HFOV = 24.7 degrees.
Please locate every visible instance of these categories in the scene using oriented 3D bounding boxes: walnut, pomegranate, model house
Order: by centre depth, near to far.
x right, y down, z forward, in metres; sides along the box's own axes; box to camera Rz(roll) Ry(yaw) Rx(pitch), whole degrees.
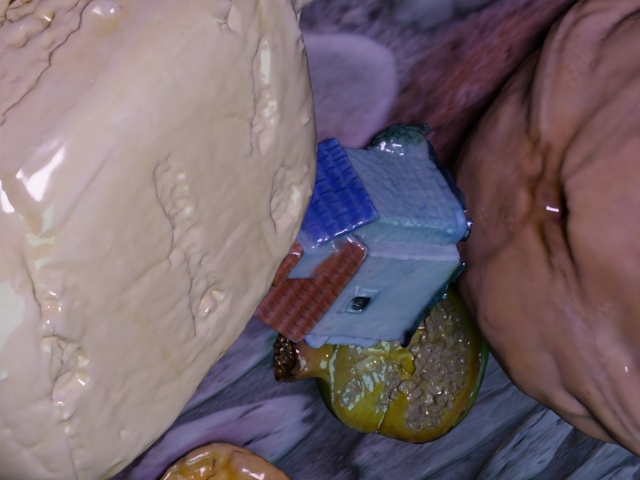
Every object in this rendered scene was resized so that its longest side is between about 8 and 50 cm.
[{"bbox_3d":[0.000,0.000,0.966,0.149,0.119,0.148,2,138,-40],"label":"model house"},{"bbox_3d":[0.266,-0.015,1.019,0.381,0.381,0.381,-29,155,-15],"label":"walnut"},{"bbox_3d":[0.045,0.083,1.159,0.169,0.122,0.143,4,114,-5],"label":"pomegranate"}]

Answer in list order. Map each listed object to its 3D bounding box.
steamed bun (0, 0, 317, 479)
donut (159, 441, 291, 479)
[{"bbox_3d":[-0.119,-0.033,0.665,0.273,0.166,0.232,-56,155,-20],"label":"steamed bun"},{"bbox_3d":[-0.208,0.332,1.221,0.377,0.163,0.435,-48,155,27],"label":"donut"}]
